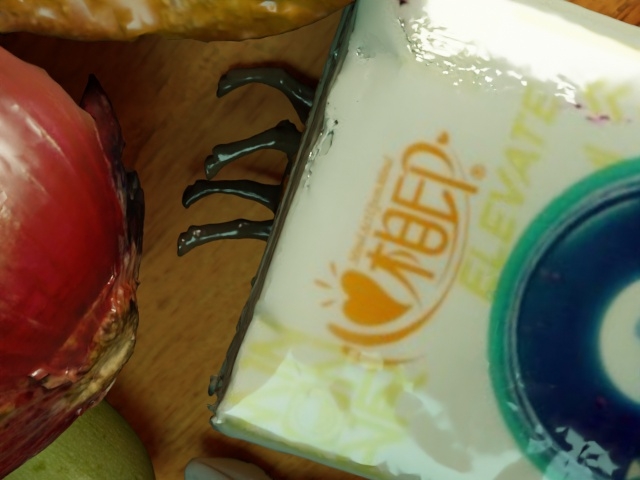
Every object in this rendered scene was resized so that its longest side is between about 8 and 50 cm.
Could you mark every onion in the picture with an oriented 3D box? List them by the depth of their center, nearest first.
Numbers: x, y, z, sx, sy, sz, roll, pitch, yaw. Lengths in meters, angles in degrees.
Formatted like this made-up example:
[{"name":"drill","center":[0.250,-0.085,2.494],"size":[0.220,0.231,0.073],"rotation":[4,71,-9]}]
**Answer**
[{"name":"onion","center":[-0.260,0.016,0.893],"size":[0.341,0.341,0.341],"rotation":[7,134,7]}]

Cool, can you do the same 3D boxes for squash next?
[{"name":"squash","center":[-0.204,0.176,1.183],"size":[0.123,0.123,0.187],"rotation":[-19,131,28]}]

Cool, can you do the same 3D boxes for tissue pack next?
[{"name":"tissue pack","center":[0.162,0.024,0.842],"size":[0.388,0.162,0.287],"rotation":[19,93,-4]}]

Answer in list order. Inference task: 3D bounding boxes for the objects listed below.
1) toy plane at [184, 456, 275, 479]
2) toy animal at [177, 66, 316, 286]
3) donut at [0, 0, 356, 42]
[{"name":"toy plane","center":[-0.021,0.268,1.236],"size":[0.255,0.101,0.251],"rotation":[40,140,-23]},{"name":"toy animal","center":[0.000,0.000,0.984],"size":[0.186,0.094,0.214],"rotation":[12,127,-10]},{"name":"donut","center":[-0.125,-0.301,0.684],"size":[0.377,0.163,0.435],"rotation":[-3,134,18]}]
